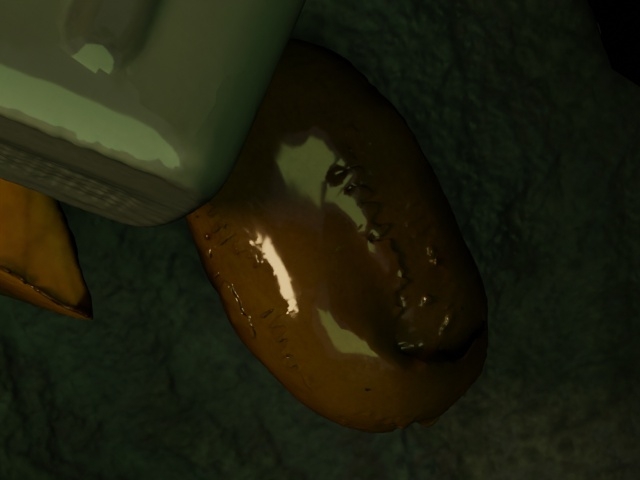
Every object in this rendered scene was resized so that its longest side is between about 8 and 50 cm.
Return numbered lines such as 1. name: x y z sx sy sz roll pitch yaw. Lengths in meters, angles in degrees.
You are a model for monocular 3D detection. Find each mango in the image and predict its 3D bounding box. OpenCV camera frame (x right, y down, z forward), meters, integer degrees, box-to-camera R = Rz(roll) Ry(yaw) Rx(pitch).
1. mango: 0.000 0.000 0.994 0.151 0.156 0.249 -20 110 33

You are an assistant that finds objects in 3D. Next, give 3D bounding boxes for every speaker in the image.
1. speaker: -0.205 -0.160 0.825 0.406 0.183 0.184 22 78 -14

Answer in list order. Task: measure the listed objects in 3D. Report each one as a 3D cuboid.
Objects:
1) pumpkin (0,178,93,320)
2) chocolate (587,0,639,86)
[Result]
1. pumpkin: -0.220 -0.084 0.952 0.278 0.111 0.163 30 75 -11
2. chocolate: 0.298 -0.183 0.993 0.177 0.206 0.224 -15 131 -38
